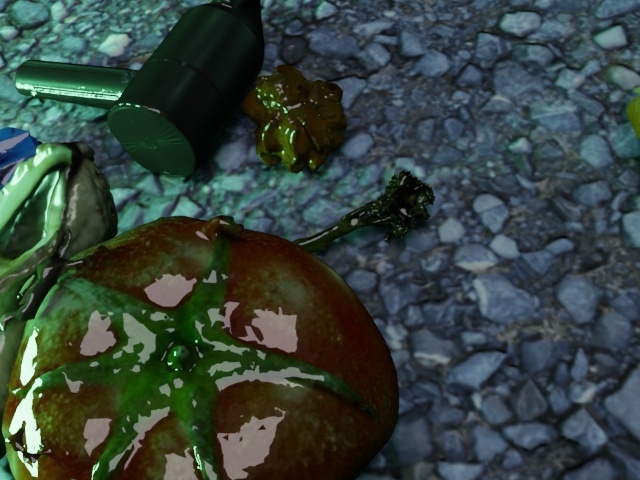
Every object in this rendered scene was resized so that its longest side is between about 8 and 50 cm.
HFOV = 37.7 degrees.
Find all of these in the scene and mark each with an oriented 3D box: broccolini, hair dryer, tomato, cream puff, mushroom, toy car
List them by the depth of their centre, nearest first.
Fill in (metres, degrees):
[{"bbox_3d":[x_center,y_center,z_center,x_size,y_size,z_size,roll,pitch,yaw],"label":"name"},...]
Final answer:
[{"bbox_3d":[-0.097,0.137,0.749,0.304,0.239,0.303,-1,58,2],"label":"tomato"},{"bbox_3d":[-0.283,0.074,0.845,0.247,0.130,0.344,-28,35,41],"label":"mushroom"},{"bbox_3d":[0.004,0.007,0.968,0.254,0.071,0.057,-29,98,-6],"label":"broccolini"},{"bbox_3d":[-0.027,-0.138,1.029,0.116,0.094,0.122,-25,51,-13],"label":"cream puff"},{"bbox_3d":[-0.400,-0.053,1.034,0.216,0.063,0.103,-30,57,-14],"label":"toy car"},{"bbox_3d":[-0.218,-0.214,1.111,0.302,0.116,0.244,12,54,24],"label":"hair dryer"}]

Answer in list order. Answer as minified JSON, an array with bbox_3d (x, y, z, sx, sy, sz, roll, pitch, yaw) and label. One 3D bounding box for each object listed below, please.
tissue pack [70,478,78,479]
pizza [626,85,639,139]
[{"bbox_3d":[-0.238,0.366,0.578,0.390,0.375,0.195,-22,15,-5],"label":"tissue pack"},{"bbox_3d":[0.555,-0.069,0.892,0.406,0.130,0.440,-20,44,-22],"label":"pizza"}]
